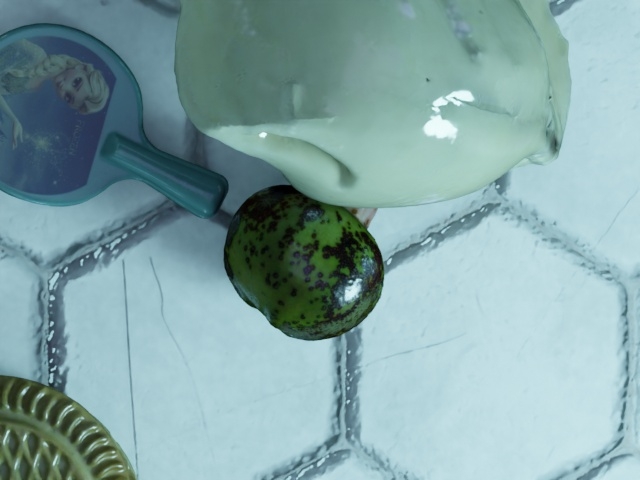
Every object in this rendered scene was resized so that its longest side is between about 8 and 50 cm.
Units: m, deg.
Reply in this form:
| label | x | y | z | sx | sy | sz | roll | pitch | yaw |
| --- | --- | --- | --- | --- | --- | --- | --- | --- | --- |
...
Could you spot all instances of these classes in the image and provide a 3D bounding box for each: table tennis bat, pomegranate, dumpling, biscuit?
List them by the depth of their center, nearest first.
| label | x | y | z | sx | sy | sz | roll | pitch | yaw |
| --- | --- | --- | --- | --- | --- | --- | --- | --- | --- |
| dumpling | 0.061 | -0.182 | 1.514 | 0.395 | 0.233 | 0.316 | 5 | 80 | -34 |
| biscuit | -0.269 | 0.234 | 1.579 | 0.259 | 0.079 | 0.259 | -1 | 95 | -9 |
| table tennis bat | -0.187 | -0.084 | 1.580 | 0.237 | 0.038 | 0.149 | 28 | 91 | -7 |
| pomegranate | -0.006 | 0.009 | 1.587 | 0.138 | 0.163 | 0.125 | 35 | 130 | 4 |
